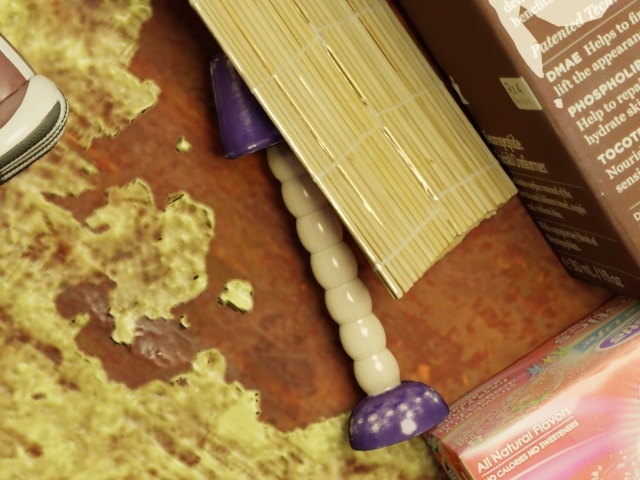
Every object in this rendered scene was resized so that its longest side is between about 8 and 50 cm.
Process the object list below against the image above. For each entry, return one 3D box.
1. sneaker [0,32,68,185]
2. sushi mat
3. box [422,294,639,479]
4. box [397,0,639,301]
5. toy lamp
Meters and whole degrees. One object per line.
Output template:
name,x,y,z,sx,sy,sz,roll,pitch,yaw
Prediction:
sneaker,-0.311,-0.060,1.015,0.281,0.106,0.162,-36,90,-14
sushi mat,0.000,-0.125,1.033,0.151,0.019,0.316,-36,92,-41
box,0.236,0.109,1.059,0.300,0.142,0.154,-32,95,-5
box,0.141,-0.151,0.999,0.143,0.191,0.381,-33,100,-5
toy lamp,0.000,0.000,1.059,0.080,0.080,0.275,-21,94,-6
